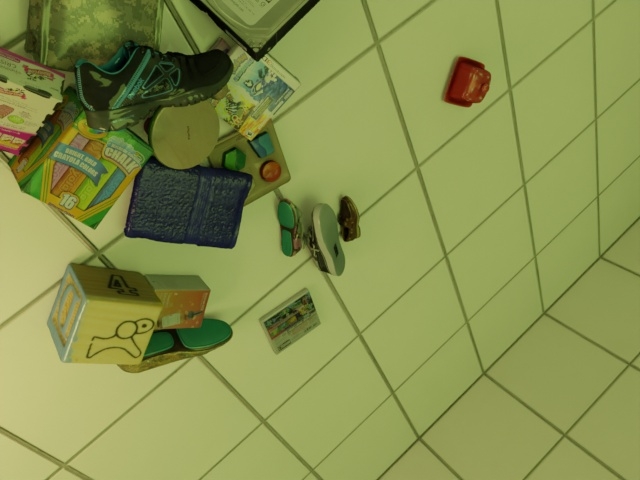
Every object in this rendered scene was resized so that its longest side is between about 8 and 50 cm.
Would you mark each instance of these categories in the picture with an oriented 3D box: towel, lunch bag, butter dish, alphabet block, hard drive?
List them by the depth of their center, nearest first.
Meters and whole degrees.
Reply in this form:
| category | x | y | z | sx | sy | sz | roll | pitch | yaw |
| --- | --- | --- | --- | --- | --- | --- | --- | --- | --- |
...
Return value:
| category | x | y | z | sx | sy | sz | roll | pitch | yaw |
| --- | --- | --- | --- | --- | --- | --- | --- | --- | --- |
| lunch bag | -0.448 | -0.485 | 1.077 | 0.235 | 0.169 | 0.287 | -2 | 120 | -39 |
| hard drive | -0.114 | -0.613 | 1.235 | 0.339 | 0.237 | 0.064 | -46 | 178 | -7 |
| alphabet block | -0.551 | 0.189 | 1.369 | 0.197 | 0.193 | 0.192 | 15 | 106 | -42 |
| towel | -0.349 | -0.099 | 1.424 | 0.308 | 0.076 | 0.228 | 7 | 109 | -33 |
| butter dish | 0.527 | -0.533 | 1.841 | 0.160 | 0.118 | 0.160 | 1 | 113 | -38 |

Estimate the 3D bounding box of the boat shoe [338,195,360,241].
| category | x | y | z | sx | sy | sz | roll | pitch | yaw |
| --- | --- | --- | --- | --- | --- | --- | --- | --- | --- |
| boat shoe | 0.092 | -0.068 | 1.809 | 0.060 | 0.064 | 0.178 | -31 | 133 | -23 |

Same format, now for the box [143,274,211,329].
| category | x | y | z | sx | sy | sz | roll | pitch | yaw |
| --- | --- | --- | --- | --- | --- | --- | --- | --- | --- |
| box | -0.420 | 0.175 | 1.532 | 0.170 | 0.091 | 0.130 | 4 | 112 | -39 |

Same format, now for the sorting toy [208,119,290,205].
| category | x | y | z | sx | sy | sz | roll | pitch | yaw |
| --- | --- | --- | --- | --- | --- | --- | --- | --- | --- |
| sorting toy | -0.233 | -0.187 | 1.503 | 0.307 | 0.041 | 0.229 | -32 | 130 | -20 |

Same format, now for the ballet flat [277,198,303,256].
| category | x | y | z | sx | sy | sz | roll | pitch | yaw |
| --- | --- | --- | --- | --- | --- | --- | --- | --- | --- |
| ballet flat | -0.089 | -0.050 | 1.683 | 0.079 | 0.077 | 0.221 | -39 | 140 | -39 |

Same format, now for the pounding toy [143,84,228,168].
| category | x | y | z | sx | sy | sz | roll | pitch | yaw |
| --- | --- | --- | --- | --- | --- | --- | --- | --- | --- |
| pounding toy | -0.339 | -0.299 | 1.287 | 0.183 | 0.110 | 0.237 | 6 | 111 | -51 |

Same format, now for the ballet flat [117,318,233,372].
| category | x | y | z | sx | sy | sz | roll | pitch | yaw |
| --- | --- | --- | --- | --- | --- | --- | --- | --- | --- |
| ballet flat | -0.435 | 0.315 | 1.600 | 0.348 | 0.123 | 0.123 | -8 | 119 | -35 |

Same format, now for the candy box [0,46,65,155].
| category | x | y | z | sx | sy | sz | roll | pitch | yaw |
| --- | --- | --- | --- | --- | --- | --- | --- | --- | --- |
| candy box | -0.622 | -0.268 | 1.041 | 0.233 | 0.071 | 0.159 | -25 | 150 | 38 |

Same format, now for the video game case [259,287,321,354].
| category | x | y | z | sx | sy | sz | roll | pitch | yaw |
| --- | --- | --- | --- | --- | --- | --- | --- | --- | --- |
| video game case | -0.104 | 0.286 | 1.891 | 0.201 | 0.023 | 0.183 | -32 | 131 | -18 |

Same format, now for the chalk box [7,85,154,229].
| category | x | y | z | sx | sy | sz | roll | pitch | yaw |
| --- | --- | --- | --- | --- | --- | --- | --- | --- | --- |
| chalk box | -0.508 | -0.208 | 1.184 | 0.289 | 0.180 | 0.179 | -54 | 134 | -1 |

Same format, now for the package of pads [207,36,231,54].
| category | x | y | z | sx | sy | sz | roll | pitch | yaw |
| --- | --- | --- | --- | --- | --- | --- | --- | --- | --- |
| package of pads | -0.239 | -0.462 | 1.346 | 0.050 | 0.032 | 0.083 | -48 | 134 | 0 |

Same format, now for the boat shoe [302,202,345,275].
| category | x | y | z | sx | sy | sz | roll | pitch | yaw |
| --- | --- | --- | --- | --- | --- | --- | --- | --- | --- |
| boat shoe | 0.002 | -0.003 | 1.748 | 0.306 | 0.105 | 0.113 | 68 | 38 | -49 |

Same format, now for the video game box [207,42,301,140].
| category | x | y | z | sx | sy | sz | roll | pitch | yaw |
| --- | --- | --- | --- | --- | --- | --- | --- | --- | --- |
| video game box | -0.184 | -0.386 | 1.366 | 0.187 | 0.048 | 0.205 | 34 | 109 | -32 |

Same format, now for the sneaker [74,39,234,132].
| category | x | y | z | sx | sy | sz | roll | pitch | yaw |
| --- | --- | --- | --- | --- | --- | --- | --- | --- | --- |
| sneaker | -0.322 | -0.338 | 1.083 | 0.341 | 0.125 | 0.140 | -35 | 131 | -33 |
